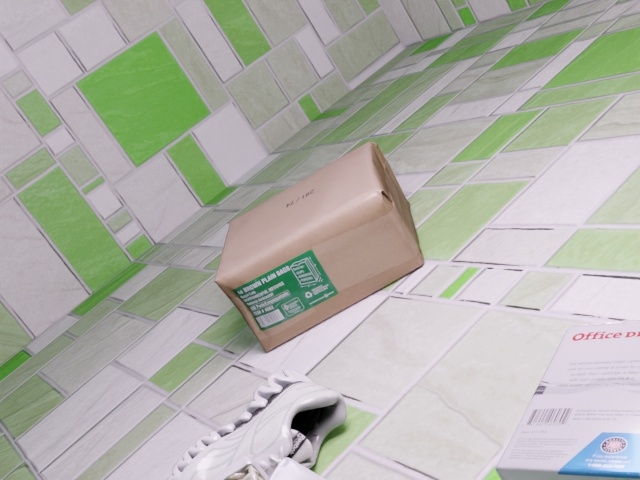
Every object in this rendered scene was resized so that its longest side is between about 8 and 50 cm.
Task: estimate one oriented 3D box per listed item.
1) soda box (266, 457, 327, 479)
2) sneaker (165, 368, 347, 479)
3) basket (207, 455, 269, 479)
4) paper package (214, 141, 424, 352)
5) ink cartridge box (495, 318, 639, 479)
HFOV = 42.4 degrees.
[{"bbox_3d":[0.042,0.265,0.654,0.069,0.216,0.073,-51,-18,-42],"label":"soda box"},{"bbox_3d":[-0.082,0.274,1.017,0.118,0.110,0.292,3,40,48],"label":"sneaker"},{"bbox_3d":[-0.059,0.311,0.778,0.113,0.167,0.103,-36,24,-7],"label":"basket"},{"bbox_3d":[0.000,0.000,1.472,0.325,0.168,0.309,-29,18,11],"label":"paper package"},{"bbox_3d":[0.265,0.161,0.739,0.140,0.082,0.190,-13,26,46],"label":"ink cartridge box"}]
